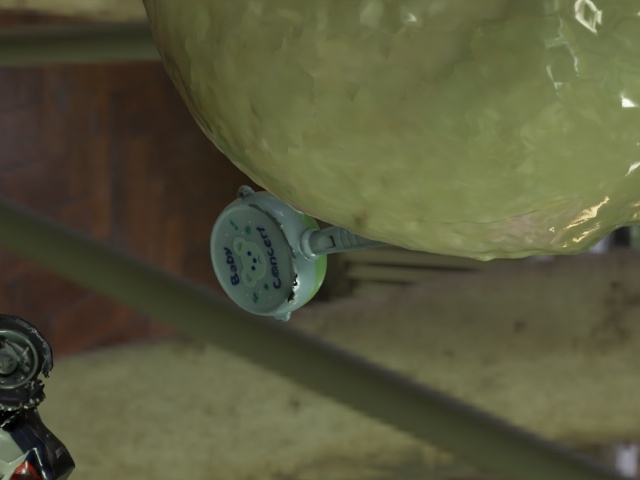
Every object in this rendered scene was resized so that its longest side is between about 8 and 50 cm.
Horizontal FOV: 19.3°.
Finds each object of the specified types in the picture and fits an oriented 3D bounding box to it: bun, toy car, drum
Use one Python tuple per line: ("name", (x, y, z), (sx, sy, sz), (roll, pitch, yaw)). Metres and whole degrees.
("bun", (0.108, -0.142, 0.772), (0.213, 0.361, 0.361), (51, 40, -33))
("toy car", (-0.279, 0.073, 1.260), (0.118, 0.301, 0.193), (-31, 168, -33))
("drum", (0.002, 0.020, 1.700), (0.049, 0.253, 0.130), (-21, 112, -46))
